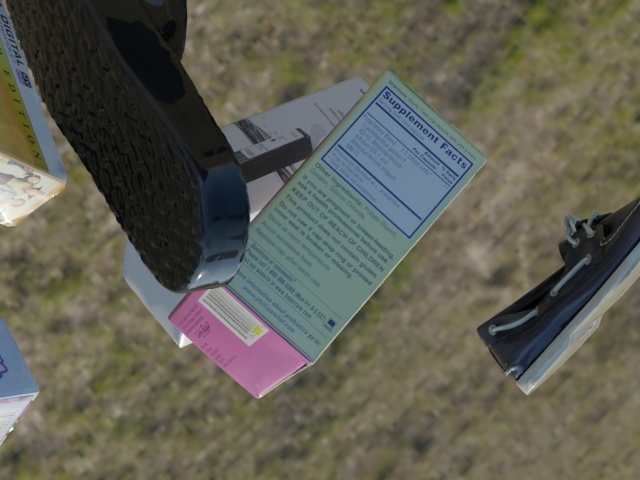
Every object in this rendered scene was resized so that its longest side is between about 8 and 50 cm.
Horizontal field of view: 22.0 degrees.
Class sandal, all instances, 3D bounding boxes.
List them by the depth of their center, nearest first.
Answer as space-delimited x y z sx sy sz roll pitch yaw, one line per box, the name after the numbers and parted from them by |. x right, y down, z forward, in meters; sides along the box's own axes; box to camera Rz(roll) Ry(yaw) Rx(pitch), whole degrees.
-0.151 -0.146 1.300 0.107 0.445 0.167 -12 148 -31 | sandal

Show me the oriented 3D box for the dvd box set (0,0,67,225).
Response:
-0.338 -0.194 0.967 0.062 0.307 0.420 -34 151 17 | dvd box set

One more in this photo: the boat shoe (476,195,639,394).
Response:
0.179 0.014 1.112 0.206 0.065 0.075 -55 163 27 | boat shoe

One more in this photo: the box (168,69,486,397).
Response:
0.000 0.000 1.450 0.243 0.117 0.213 -48 -178 -19 | box

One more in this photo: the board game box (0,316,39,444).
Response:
-0.376 0.173 0.979 0.318 0.066 0.318 -1 141 -46 | board game box

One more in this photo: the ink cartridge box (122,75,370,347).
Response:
-0.055 -0.031 1.704 0.273 0.114 0.197 -23 149 -29 | ink cartridge box
